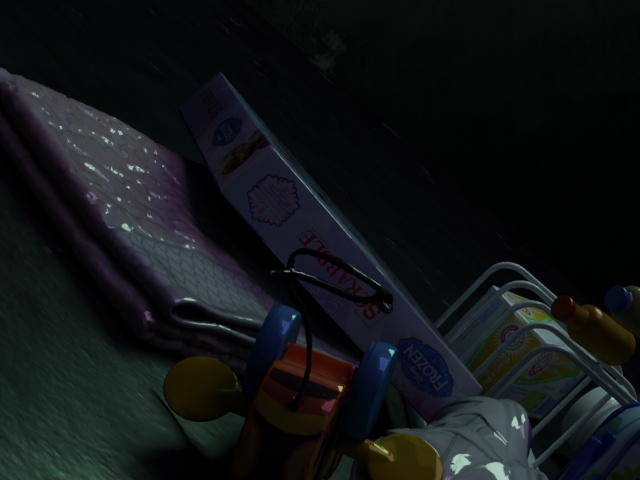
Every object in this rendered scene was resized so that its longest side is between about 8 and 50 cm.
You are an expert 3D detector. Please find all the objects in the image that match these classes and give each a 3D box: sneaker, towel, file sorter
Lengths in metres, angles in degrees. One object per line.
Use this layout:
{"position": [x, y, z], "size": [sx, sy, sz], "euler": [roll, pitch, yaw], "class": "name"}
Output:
{"position": [0.100, 0.181, 1.219], "size": [0.152, 0.114, 0.305], "euler": [20, 6, -4], "class": "sneaker"}
{"position": [-0.122, -0.002, 1.293], "size": [0.317, 0.053, 0.332], "euler": [50, 13, 32], "class": "towel"}
{"position": [0.214, 0.164, 1.517], "size": [0.193, 0.173, 0.277], "euler": [41, 11, -12], "class": "file sorter"}

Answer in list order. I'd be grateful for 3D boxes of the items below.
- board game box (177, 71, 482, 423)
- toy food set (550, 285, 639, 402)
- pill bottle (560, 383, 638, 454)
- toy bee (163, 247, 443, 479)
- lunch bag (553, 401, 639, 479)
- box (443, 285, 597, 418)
{"position": [0.000, 0.000, 1.459], "size": [0.318, 0.066, 0.318], "euler": [49, 3, -21], "class": "board game box"}
{"position": [0.312, 0.113, 1.323], "size": [0.104, 0.111, 0.232], "euler": [32, 16, -37], "class": "toy food set"}
{"position": [0.396, 0.288, 1.763], "size": [0.136, 0.136, 0.245], "euler": [30, 17, -47], "class": "pill bottle"}
{"position": [-0.027, 0.124, 1.013], "size": [0.195, 0.162, 0.298], "euler": [14, -18, 29], "class": "toy bee"}
{"position": [0.254, 0.254, 1.210], "size": [0.176, 0.219, 0.090], "euler": [38, 1, -10], "class": "lunch bag"}
{"position": [0.246, 0.142, 1.840], "size": [0.103, 0.114, 0.203], "euler": [49, 14, 27], "class": "box"}
